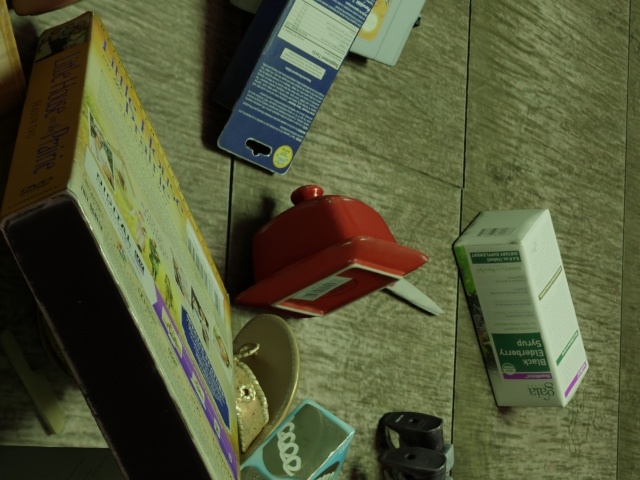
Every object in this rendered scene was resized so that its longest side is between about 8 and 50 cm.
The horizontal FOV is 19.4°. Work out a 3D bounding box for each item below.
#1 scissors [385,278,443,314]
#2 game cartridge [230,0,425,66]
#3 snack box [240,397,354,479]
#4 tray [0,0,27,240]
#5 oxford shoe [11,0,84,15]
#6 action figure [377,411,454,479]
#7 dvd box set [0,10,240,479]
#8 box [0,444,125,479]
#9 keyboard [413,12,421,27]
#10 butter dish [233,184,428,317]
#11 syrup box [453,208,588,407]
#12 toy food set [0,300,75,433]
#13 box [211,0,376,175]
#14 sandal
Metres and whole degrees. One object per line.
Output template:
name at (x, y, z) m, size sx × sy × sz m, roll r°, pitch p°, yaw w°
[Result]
scissors at (0.069, 0.029, 2.077) m, size 0.297 × 0.021 × 0.109 m, roll 6°, pitch 81°, yaw -57°
game cartridge at (0.034, -0.300, 1.937) m, size 0.297 × 0.062 × 0.198 m, roll 11°, pitch 110°, yaw -58°
snack box at (-0.098, 0.297, 1.623) m, size 0.322 × 0.060 × 0.187 m, roll -43°, pitch 161°, yaw -40°
tray at (-0.358, -0.050, 1.337) m, size 0.411 × 0.076 × 0.203 m, roll -35°, pitch 118°, yaw -55°
oxford shoe at (-0.146, -0.324, 1.640) m, size 0.397 × 0.140 × 0.146 m, roll -42°, pitch 117°, yaw -54°
action figure at (0.131, 0.336, 2.099) m, size 0.185 × 0.099 × 0.285 m, roll -55°, pitch 137°, yaw -54°
dvd box set at (-0.148, 0.021, 1.467) m, size 0.420 × 0.062 × 0.307 m, roll -101°, pitch 169°, yaw -65°
box at (-0.221, 0.260, 1.437) m, size 0.181 × 0.182 × 0.119 m, roll -56°, pitch 133°, yaw -45°
keyboard at (0.111, -0.339, 2.165) m, size 0.108 × 0.023 × 0.180 m, roll 28°, pitch 66°, yaw -55°
butter dish at (0.000, 0.000, 1.875) m, size 0.160 × 0.160 × 0.118 m, roll 15°, pitch 53°, yaw -58°
syrup box at (0.249, 0.085, 2.300) m, size 0.096 × 0.093 × 0.237 m, roll -46°, pitch 127°, yaw -50°
toy food set at (-0.197, 0.063, 1.623) m, size 0.192 × 0.038 × 0.132 m, roll -60°, pitch 136°, yaw -41°
box at (-0.028, -0.183, 1.856) m, size 0.136 × 0.036 × 0.225 m, roll 23°, pitch 95°, yaw -58°
sandal at (-0.088, 0.162, 1.750) m, size 0.079 × 0.088 × 0.240 m, roll 51°, pitch 52°, yaw -52°
